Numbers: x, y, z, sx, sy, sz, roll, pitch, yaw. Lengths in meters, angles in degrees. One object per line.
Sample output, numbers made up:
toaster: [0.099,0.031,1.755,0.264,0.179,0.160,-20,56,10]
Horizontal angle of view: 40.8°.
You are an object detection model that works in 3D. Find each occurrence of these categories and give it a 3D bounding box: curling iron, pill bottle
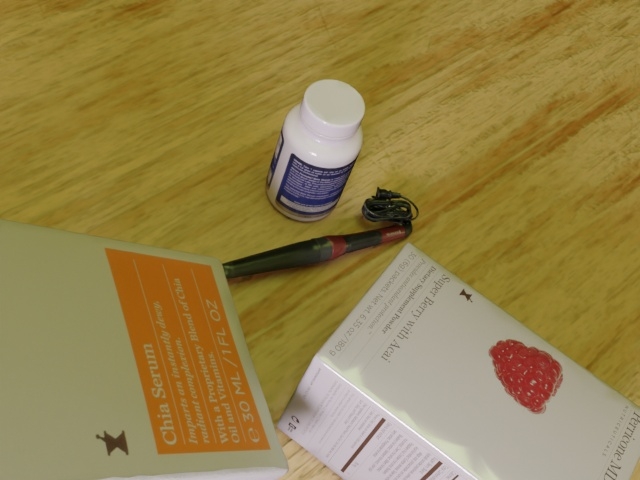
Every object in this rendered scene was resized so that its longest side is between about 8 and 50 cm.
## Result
curling iron: [0.000,0.000,1.015,0.274,0.035,0.068,-21,61,-28]
pill bottle: [-0.004,-0.105,1.000,0.094,0.169,0.094,8,56,-11]

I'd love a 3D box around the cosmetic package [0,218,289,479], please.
cosmetic package: [-0.258,0.115,0.659,0.453,0.161,0.230,12,48,-48]

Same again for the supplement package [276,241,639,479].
supplement package: [0.136,0.180,0.847,0.293,0.175,0.177,36,54,9]
